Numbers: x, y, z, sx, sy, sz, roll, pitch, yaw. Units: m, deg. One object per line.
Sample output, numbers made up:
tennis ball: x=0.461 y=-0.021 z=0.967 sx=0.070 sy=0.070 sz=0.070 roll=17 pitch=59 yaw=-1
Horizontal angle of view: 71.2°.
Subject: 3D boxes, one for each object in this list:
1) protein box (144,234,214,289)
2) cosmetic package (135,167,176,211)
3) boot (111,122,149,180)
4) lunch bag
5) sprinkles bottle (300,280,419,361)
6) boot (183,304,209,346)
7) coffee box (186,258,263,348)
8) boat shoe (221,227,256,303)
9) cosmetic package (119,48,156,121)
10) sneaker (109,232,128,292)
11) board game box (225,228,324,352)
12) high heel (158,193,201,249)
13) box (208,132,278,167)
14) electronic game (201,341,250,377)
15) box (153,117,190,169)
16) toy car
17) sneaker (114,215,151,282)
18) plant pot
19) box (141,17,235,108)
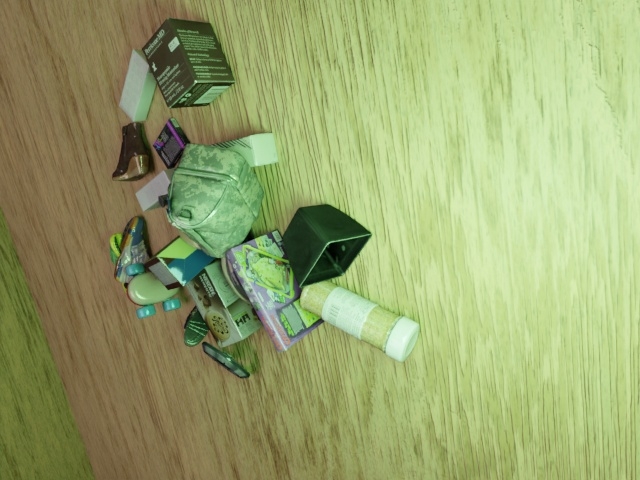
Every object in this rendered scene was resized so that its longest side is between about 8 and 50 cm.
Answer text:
protein box: x=-0.492 y=0.059 z=1.609 sx=0.136 sy=0.200 sz=0.201 roll=53 pitch=148 yaw=-14
cosmetic package: x=-0.583 y=-0.193 z=1.683 sx=0.231 sy=0.117 sz=0.086 roll=-25 pitch=90 yaw=41
boot: x=-0.774 y=-0.350 z=1.806 sx=0.248 sy=0.090 sz=0.207 roll=-7 pitch=90 yaw=39
lunch bag: x=-0.318 y=-0.105 z=1.333 sx=0.212 sy=0.305 sz=0.256 roll=10 pitch=70 yaw=10
sprinkles bottle: x=0.110 y=0.223 z=1.322 sx=0.355 sy=0.121 sz=0.121 roll=24 pitch=120 yaw=28
boot: x=-0.494 y=0.341 z=1.767 sx=0.085 sy=0.237 sz=0.179 roll=27 pitch=134 yaw=-16
coffee box: x=-0.366 y=0.234 z=1.680 sx=0.168 sy=0.118 sz=0.297 roll=-27 pitch=90 yaw=40
boat shoe: x=-0.262 y=0.047 z=1.526 sx=0.130 sy=0.132 sz=0.356 roll=-20 pitch=95 yaw=38
cosmetic package: x=-0.662 y=-0.564 z=1.638 sx=0.099 sy=0.060 sz=0.239 roll=45 pitch=127 yaw=12
sneaker: x=-0.883 y=0.105 z=2.043 sx=0.123 sy=0.109 sz=0.296 roll=6 pitch=110 yaw=55
board game box: x=-0.136 y=0.151 z=1.422 sx=0.056 sy=0.208 sz=0.347 roll=-29 pitch=88 yaw=39
high heel: x=-0.410 y=-0.089 z=1.531 sx=0.261 sy=0.186 sz=0.093 roll=50 pitch=140 yaw=21
box: x=-0.275 y=-0.272 z=1.430 sx=0.274 sy=0.113 sz=0.094 roll=-3 pitch=104 yaw=36
electronic game: x=-0.372 y=0.470 z=1.759 sx=0.229 sy=0.048 sz=0.229 roll=30 pitch=157 yaw=15
box: x=-0.554 y=-0.356 z=1.658 sx=0.162 sy=0.029 sz=0.116 roll=-38 pitch=82 yaw=38
toy car: x=-0.732 y=0.213 z=1.907 sx=0.237 sy=0.210 sz=0.220 roll=-23 pitch=82 yaw=52
sneaker: x=-0.802 y=0.043 z=1.954 sx=0.111 sy=0.130 sz=0.297 roll=29 pitch=103 yaw=55
plant pot: x=0.000 y=0.000 z=1.293 sx=0.167 sy=0.187 sz=0.188 roll=52 pitch=130 yaw=26
box: x=-0.407 y=-0.542 z=1.388 sx=0.168 sy=0.167 sz=0.203 roll=-22 pitch=93 yaw=40
